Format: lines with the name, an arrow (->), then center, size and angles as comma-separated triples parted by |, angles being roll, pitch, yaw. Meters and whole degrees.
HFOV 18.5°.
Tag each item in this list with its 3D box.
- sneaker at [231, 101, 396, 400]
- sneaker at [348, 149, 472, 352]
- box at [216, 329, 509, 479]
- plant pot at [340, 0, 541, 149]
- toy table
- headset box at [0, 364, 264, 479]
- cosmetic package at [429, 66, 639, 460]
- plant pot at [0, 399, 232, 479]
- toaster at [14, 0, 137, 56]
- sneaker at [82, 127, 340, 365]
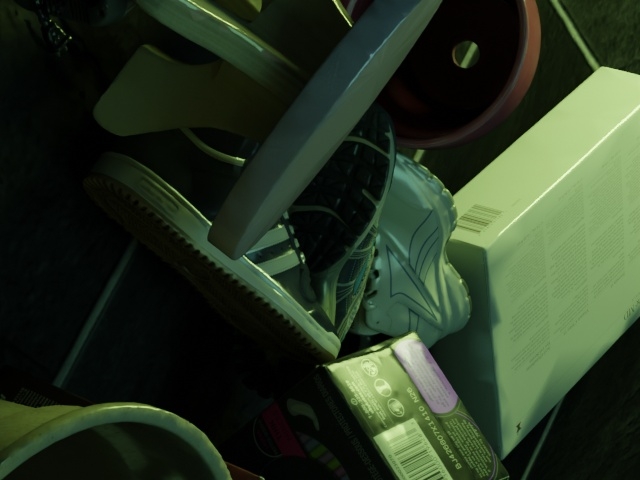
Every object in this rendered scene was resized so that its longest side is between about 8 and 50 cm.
sneaker -> 0.000, 0.000, 1.772 | 0.122, 0.110, 0.283 | -25, 137, -67
sneaker -> 0.065, 0.021, 1.902 | 0.129, 0.111, 0.297 | -45, 137, -25
box -> 0.002, 0.224, 1.733 | 0.143, 0.165, 0.270 | -17, 160, -51
plant pot -> 0.116, -0.183, 1.818 | 0.180, 0.201, 0.201 | -4, 109, -71
toy table -> -0.043, -0.141, 1.491 | 0.274, 0.161, 0.252 | -51, 175, 2
headset box -> -0.126, 0.235, 1.548 | 0.110, 0.293, 0.218 | -58, 147, -19
cosmetic package -> 0.259, 0.020, 2.181 | 0.377, 0.097, 0.284 | -39, 133, -38
plant pot -> -0.275, 0.225, 1.325 | 0.334, 0.305, 0.333 | -26, 124, -45
toaster -> -0.158, -0.260, 1.431 | 0.146, 0.129, 0.227 | -41, 135, -41
sneaker -> -0.057, -0.024, 1.655 | 0.282, 0.099, 0.153 | 43, 65, -28
